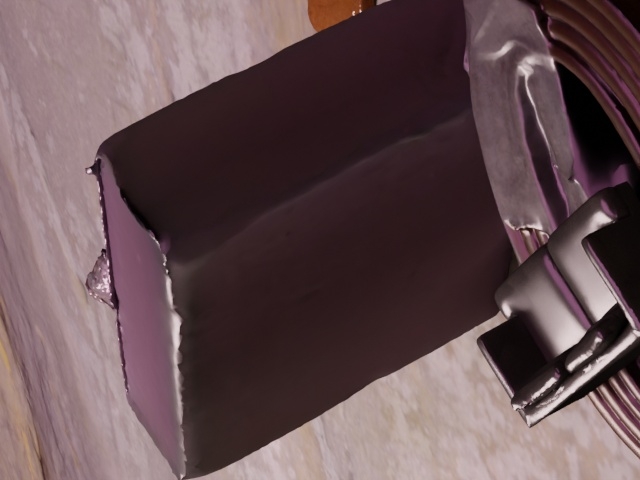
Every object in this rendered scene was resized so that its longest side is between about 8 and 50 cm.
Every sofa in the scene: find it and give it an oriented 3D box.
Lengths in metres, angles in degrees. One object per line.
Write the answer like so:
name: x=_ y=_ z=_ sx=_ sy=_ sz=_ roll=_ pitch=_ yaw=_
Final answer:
sofa: x=0.137 y=0.039 z=1.082 sx=0.085 sy=0.060 sz=0.147 roll=61 pitch=150 yaw=12

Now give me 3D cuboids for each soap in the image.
soap: x=0.000 y=0.000 z=1.287 sx=0.107 sy=0.285 sz=0.296 roll=50 pitch=156 yaw=29

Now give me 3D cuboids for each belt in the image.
belt: x=0.204 y=-0.031 z=1.108 sx=0.217 sy=0.122 sz=0.339 roll=-27 pitch=86 yaw=62

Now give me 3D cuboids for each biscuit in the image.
biscuit: x=0.003 y=-0.213 z=1.465 sx=0.102 sy=0.019 sz=0.130 roll=4 pitch=111 yaw=61

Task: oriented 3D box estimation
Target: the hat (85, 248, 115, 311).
hat: x=-0.111 y=0.053 z=1.816 sx=0.227 sy=0.129 sz=0.140 roll=42 pitch=130 yaw=13
